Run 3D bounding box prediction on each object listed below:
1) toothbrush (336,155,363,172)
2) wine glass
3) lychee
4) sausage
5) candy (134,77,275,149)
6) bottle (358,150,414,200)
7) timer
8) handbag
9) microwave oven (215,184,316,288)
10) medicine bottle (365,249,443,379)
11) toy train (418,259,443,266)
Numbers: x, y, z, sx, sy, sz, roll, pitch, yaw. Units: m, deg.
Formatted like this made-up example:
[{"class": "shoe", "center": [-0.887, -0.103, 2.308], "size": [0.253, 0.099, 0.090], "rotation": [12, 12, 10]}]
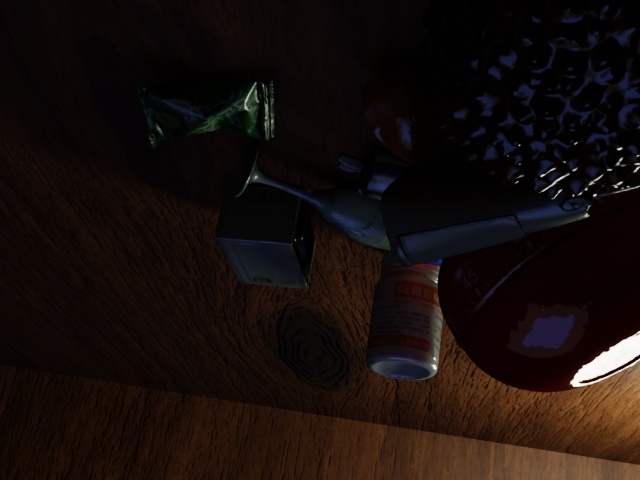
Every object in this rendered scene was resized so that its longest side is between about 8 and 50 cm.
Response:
[{"class": "toothbrush", "center": [0.158, -0.089, 1.384], "size": [0.288, 0.021, 0.024], "rotation": [19, 165, -16]}, {"class": "wine glass", "center": [0.000, 0.000, 1.349], "size": [0.309, 0.264, 0.096], "rotation": [20, 143, -20]}, {"class": "lychee", "center": [0.240, -0.203, 0.763], "size": [0.306, 0.306, 0.330], "rotation": [21, 114, -22]}, {"class": "sausage", "center": [0.171, -0.149, 1.125], "size": [0.258, 0.133, 0.133], "rotation": [26, 152, -28]}, {"class": "candy", "center": [-0.168, -0.198, 1.220], "size": [0.203, 0.078, 0.141], "rotation": [-2, 166, 0]}, {"class": "bottle", "center": [0.189, -0.079, 1.323], "size": [0.253, 0.080, 0.096], "rotation": [12, 165, -4]}, {"class": "timer", "center": [0.363, 0.055, 1.190], "size": [0.377, 0.279, 0.378], "rotation": [-23, 152, -13]}, {"class": "handbag", "center": [0.239, -0.068, 0.970], "size": [0.315, 0.241, 0.109], "rotation": [-16, 102, 24]}, {"class": "microwave oven", "center": [-0.096, -0.009, 1.529], "size": [0.162, 0.129, 0.205], "rotation": [4, 155, 9]}, {"class": "medicine bottle", "center": [0.169, 0.134, 1.584], "size": [0.144, 0.252, 0.144], "rotation": [6, 153, 3]}, {"class": "toy train", "center": [0.260, 0.007, 1.454], "size": [0.203, 0.083, 0.131], "rotation": [4, 169, 10]}]
